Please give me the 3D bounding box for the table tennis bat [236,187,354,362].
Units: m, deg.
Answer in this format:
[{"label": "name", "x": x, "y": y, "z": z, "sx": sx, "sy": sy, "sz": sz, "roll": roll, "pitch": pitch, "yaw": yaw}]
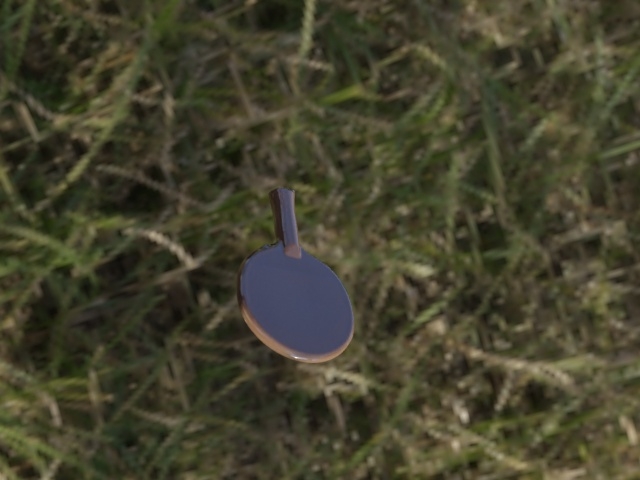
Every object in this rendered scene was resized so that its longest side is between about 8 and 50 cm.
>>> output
[{"label": "table tennis bat", "x": 0.000, "y": 0.000, "z": 1.317, "sx": 0.107, "sy": 0.119, "sz": 0.170, "roll": 12, "pitch": 50, "yaw": -27}]
